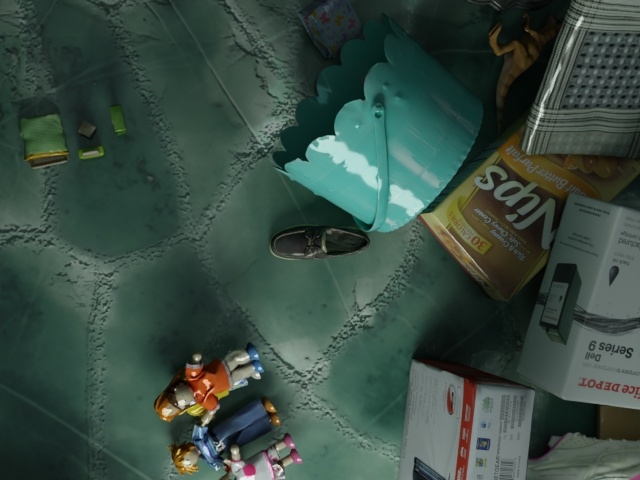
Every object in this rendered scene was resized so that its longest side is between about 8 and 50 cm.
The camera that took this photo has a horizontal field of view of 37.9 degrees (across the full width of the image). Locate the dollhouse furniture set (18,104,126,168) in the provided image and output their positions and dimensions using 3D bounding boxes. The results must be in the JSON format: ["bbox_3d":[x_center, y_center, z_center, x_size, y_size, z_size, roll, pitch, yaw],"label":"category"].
[{"bbox_3d":[-0.355,-0.153,1.335,0.152,0.058,0.076,-12,90,-10],"label":"dollhouse furniture set"}]

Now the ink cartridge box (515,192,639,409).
[{"bbox_3d":[0.441,0.096,1.388,0.211,0.121,0.289,11,97,-26],"label":"ink cartridge box"}]

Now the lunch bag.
[{"bbox_3d":[0.017,-0.326,1.407,0.071,0.053,0.083,-40,121,-9],"label":"lunch bag"}]

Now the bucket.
[{"bbox_3d":[0.080,-0.156,1.308,0.183,0.281,0.281,36,83,-15],"label":"bucket"}]

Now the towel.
[{"bbox_3d":[0.470,-0.233,1.303,0.324,0.056,0.312,2,130,-13],"label":"towel"}]

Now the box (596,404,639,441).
[{"bbox_3d":[0.519,0.361,1.492,0.164,0.021,0.201,1,90,-8],"label":"box"}]

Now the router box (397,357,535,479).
[{"bbox_3d":[0.185,0.347,1.294,0.082,0.301,0.335,7,87,-10],"label":"router box"}]

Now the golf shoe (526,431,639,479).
[{"bbox_3d":[0.424,0.338,1.419,0.306,0.115,0.140,-17,53,-7],"label":"golf shoe"}]

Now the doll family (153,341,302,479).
[{"bbox_3d":[-0.148,0.261,1.349,0.163,0.118,0.263,-26,111,-16],"label":"doll family"}]

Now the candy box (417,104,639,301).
[{"bbox_3d":[0.325,-0.079,1.436,0.316,0.087,0.183,-43,97,-9],"label":"candy box"}]

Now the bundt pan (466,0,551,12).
[{"bbox_3d":[0.306,-0.526,1.428,0.331,0.124,0.331,0,89,-10],"label":"bundt pan"}]

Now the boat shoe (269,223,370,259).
[{"bbox_3d":[0.000,0.000,1.397,0.152,0.049,0.056,-6,90,-10],"label":"boat shoe"}]

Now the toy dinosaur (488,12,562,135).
[{"bbox_3d":[0.304,-0.284,1.451,0.112,0.064,0.211,37,83,-8],"label":"toy dinosaur"}]
